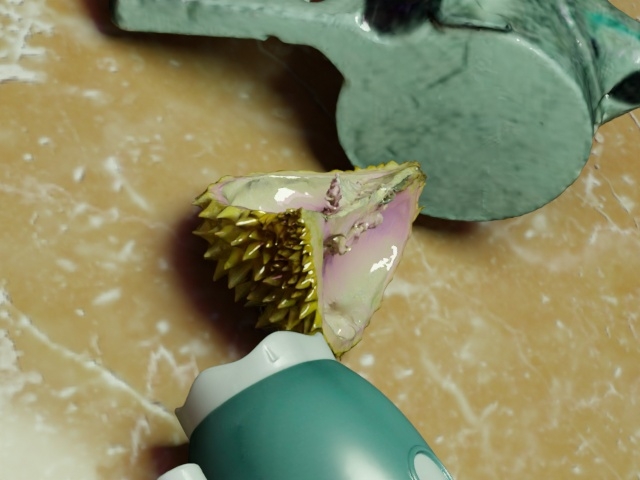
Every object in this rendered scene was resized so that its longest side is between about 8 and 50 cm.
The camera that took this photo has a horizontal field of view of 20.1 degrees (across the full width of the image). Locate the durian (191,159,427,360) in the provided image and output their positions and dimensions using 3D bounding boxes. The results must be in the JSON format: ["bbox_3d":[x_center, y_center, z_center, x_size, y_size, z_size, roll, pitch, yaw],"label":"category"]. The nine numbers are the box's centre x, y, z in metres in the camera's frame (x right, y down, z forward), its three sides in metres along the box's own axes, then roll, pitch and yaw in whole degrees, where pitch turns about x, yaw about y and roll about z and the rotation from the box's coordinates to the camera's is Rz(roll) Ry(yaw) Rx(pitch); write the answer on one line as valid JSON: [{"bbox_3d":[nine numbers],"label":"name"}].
[{"bbox_3d":[0.000,0.002,1.237,0.165,0.132,0.182,44,27,-24],"label":"durian"}]

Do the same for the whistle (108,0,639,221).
[{"bbox_3d":[0.051,-0.166,1.314,0.405,0.188,0.168,27,44,-14],"label":"whistle"}]

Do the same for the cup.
[{"bbox_3d":[-0.008,0.155,1.134,0.299,0.167,0.173,6,49,-59],"label":"cup"}]
